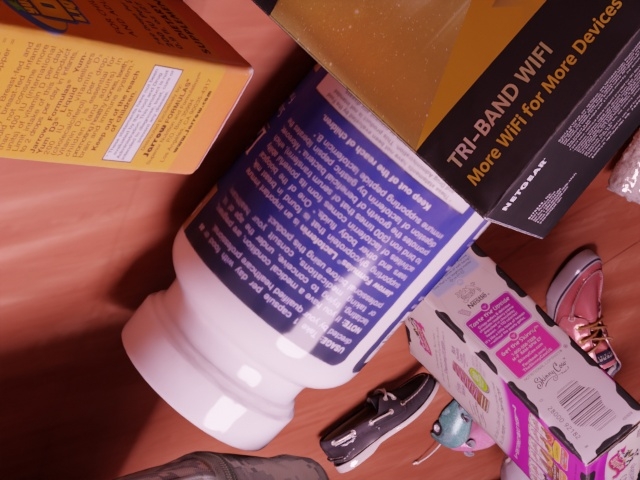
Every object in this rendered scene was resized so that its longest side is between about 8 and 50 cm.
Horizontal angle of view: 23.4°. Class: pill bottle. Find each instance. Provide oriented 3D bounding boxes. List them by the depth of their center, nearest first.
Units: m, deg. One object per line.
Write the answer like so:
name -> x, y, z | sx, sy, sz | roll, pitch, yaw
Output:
pill bottle -> 0.000, 0.000, 1.004 | 0.265, 0.153, 0.153 | -49, 151, 9

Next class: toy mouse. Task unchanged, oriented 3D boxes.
toy mouse -> 0.157, 0.192, 1.592 | 0.143, 0.031, 0.161 | -41, 152, -6

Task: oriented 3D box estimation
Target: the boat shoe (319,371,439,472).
boat shoe -> 0.053, 0.158, 1.404 | 0.125, 0.038, 0.046 | -39, -166, -9

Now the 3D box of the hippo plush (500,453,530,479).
hippo plush -> 0.307, 0.289, 1.705 | 0.294, 0.234, 0.236 | -29, 149, -25

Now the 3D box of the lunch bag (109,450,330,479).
lunch bag -> -0.162, 0.263, 1.011 | 0.256, 0.213, 0.305 | 9, 156, -41

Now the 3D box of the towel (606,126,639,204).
towel -> 0.408, -0.088, 1.448 | 0.282, 0.049, 0.187 | 15, 115, -38

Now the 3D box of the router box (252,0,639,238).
router box -> 0.116, -0.196, 0.800 | 0.309, 0.243, 0.081 | -52, 151, 13

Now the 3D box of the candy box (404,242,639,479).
candy box -> 0.167, 0.117, 1.291 | 0.071, 0.233, 0.159 | -37, 152, -14

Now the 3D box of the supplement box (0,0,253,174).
supplement box -> -0.143, -0.090, 0.778 | 0.233, 0.078, 0.080 | 0, 129, -53

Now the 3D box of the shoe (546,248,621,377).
shoe -> 0.268, 0.089, 1.547 | 0.063, 0.081, 0.178 | -29, 148, -27
